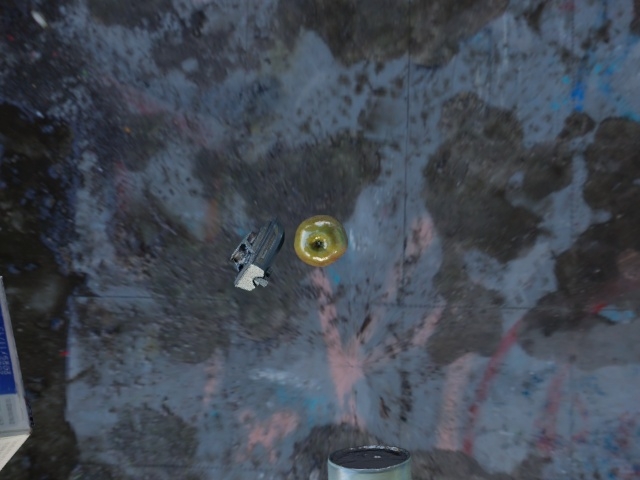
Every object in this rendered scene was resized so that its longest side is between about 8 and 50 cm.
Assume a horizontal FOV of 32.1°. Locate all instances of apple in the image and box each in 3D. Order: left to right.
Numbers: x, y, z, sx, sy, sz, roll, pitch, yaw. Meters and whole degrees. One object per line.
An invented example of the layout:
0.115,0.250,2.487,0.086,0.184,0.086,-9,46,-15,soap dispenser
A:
0.000,0.000,1.694,0.084,0.071,0.084,0,91,6,apple

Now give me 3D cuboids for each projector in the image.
0.067,0.430,1.389,0.108,0.108,0.337,-2,96,1,projector

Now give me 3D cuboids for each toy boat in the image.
-0.082,0.009,1.551,0.060,0.141,0.055,32,128,-6,toy boat

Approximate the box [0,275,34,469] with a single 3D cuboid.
-0.447,0.206,1.373,0.065,0.343,0.200,-2,63,-33,box
